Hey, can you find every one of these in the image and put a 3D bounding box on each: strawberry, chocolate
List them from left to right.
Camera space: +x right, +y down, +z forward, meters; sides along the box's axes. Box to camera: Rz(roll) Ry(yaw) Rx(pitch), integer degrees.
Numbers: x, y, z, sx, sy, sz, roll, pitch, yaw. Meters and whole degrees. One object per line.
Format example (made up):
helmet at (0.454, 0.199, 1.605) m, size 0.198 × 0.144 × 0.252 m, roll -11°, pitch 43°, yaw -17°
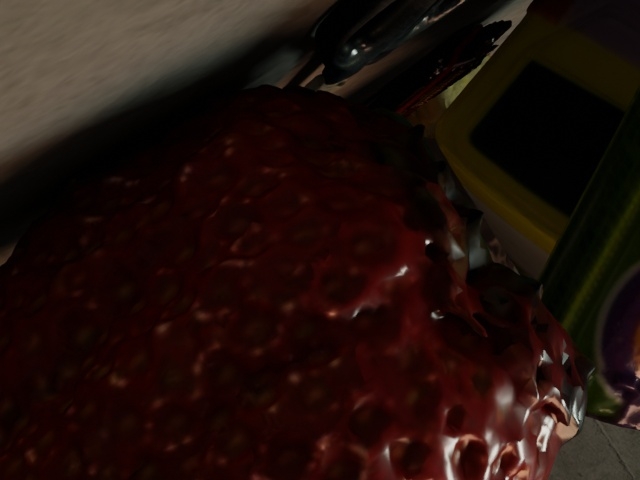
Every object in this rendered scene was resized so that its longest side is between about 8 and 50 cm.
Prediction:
strawberry at (-0.045, 0.066, 0.491) m, size 0.288 × 0.239 × 0.250 m, roll -24°, pitch 174°, yaw -16°
chocolate at (0.090, -0.142, 1.008) m, size 0.086 × 0.028 × 0.182 m, roll -23°, pitch 173°, yaw -43°

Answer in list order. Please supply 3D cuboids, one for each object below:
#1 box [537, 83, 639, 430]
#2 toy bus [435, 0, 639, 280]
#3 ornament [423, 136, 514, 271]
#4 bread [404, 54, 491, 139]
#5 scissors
box at (0.210, -0.068, 0.475) m, size 0.097 × 0.134 × 0.346 m, roll -87°, pitch -165°, yaw -56°
toy bus at (0.263, -0.017, 0.825) m, size 0.249 × 0.209 × 0.440 m, roll -51°, pitch 153°, yaw -2°
ornament at (0.044, 0.025, 0.955) m, size 0.225 × 0.259 × 0.259 m, roll -13°, pitch 168°, yaw -36°
bread at (0.194, -0.091, 1.409) m, size 0.111 × 0.239 × 0.246 m, roll -27°, pitch 178°, yaw -11°
scissors at (0.008, -0.090, 0.598) m, size 0.109 × 0.022 × 0.300 m, roll -29°, pitch 179°, yaw -27°
